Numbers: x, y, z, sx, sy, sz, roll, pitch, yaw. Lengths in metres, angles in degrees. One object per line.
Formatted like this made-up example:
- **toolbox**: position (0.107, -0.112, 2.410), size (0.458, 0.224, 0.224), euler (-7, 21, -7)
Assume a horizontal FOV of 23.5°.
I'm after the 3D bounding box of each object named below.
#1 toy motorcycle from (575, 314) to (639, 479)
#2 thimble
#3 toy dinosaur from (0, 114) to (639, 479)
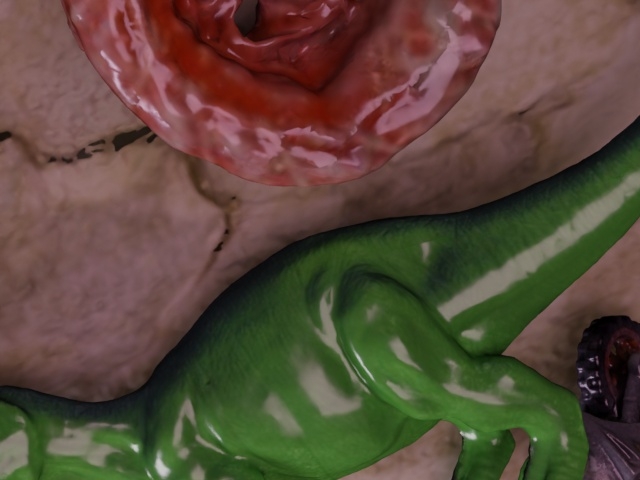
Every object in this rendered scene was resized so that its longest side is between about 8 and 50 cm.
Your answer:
- **toy motorcycle**: position (0.213, 0.152, 0.974), size (0.215, 0.080, 0.122), euler (55, 51, -26)
- **thimble**: position (-0.027, -0.152, 0.817), size (0.239, 0.162, 0.239), euler (-3, 104, -11)
- **toy dinosaur**: position (0.000, 0.000, 0.901), size (0.374, 0.144, 0.500), euler (18, 97, -8)
